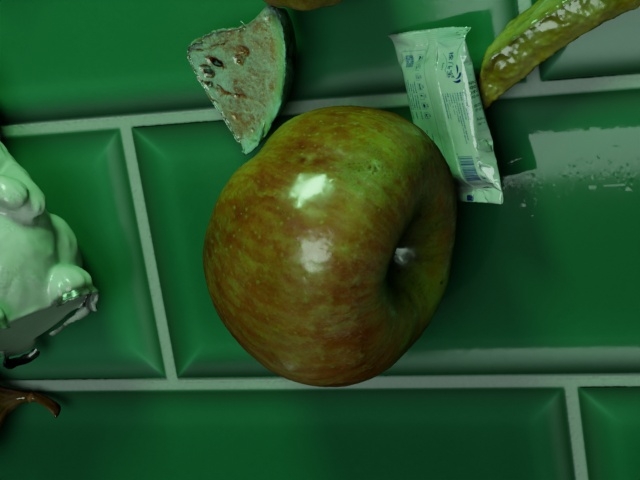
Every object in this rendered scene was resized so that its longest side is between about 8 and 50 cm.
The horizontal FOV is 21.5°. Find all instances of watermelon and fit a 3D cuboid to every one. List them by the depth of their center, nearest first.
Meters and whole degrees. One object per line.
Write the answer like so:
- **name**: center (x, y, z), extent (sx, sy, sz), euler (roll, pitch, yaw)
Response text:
- **watermelon**: center (-0.083, -0.198, 1.876), extent (0.139, 0.071, 0.187), euler (29, 124, 19)

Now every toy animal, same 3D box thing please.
- **toy animal**: center (-0.418, -0.036, 2.016), extent (0.258, 0.194, 0.357), euler (-43, 71, 51)

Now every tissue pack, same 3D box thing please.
- **tissue pack**: center (0.135, -0.132, 1.799), extent (0.122, 0.026, 0.193), euler (4, 112, 56)

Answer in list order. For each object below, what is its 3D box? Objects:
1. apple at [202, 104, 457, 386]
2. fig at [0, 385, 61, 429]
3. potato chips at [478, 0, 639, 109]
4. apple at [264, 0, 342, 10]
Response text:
- **apple**: center (0.000, 0.000, 1.791), extent (0.250, 0.277, 0.309), euler (22, 107, 31)
- **fig**: center (-0.434, 0.208, 2.134), extent (0.201, 0.134, 0.146), euler (-23, 128, 6)
- **potato chips**: center (0.319, -0.253, 1.694), extent (0.407, 0.057, 0.080), euler (-24, 110, 27)
- **apple**: center (-0.021, -0.298, 1.782), extent (0.126, 0.126, 0.102), euler (8, 115, 20)
